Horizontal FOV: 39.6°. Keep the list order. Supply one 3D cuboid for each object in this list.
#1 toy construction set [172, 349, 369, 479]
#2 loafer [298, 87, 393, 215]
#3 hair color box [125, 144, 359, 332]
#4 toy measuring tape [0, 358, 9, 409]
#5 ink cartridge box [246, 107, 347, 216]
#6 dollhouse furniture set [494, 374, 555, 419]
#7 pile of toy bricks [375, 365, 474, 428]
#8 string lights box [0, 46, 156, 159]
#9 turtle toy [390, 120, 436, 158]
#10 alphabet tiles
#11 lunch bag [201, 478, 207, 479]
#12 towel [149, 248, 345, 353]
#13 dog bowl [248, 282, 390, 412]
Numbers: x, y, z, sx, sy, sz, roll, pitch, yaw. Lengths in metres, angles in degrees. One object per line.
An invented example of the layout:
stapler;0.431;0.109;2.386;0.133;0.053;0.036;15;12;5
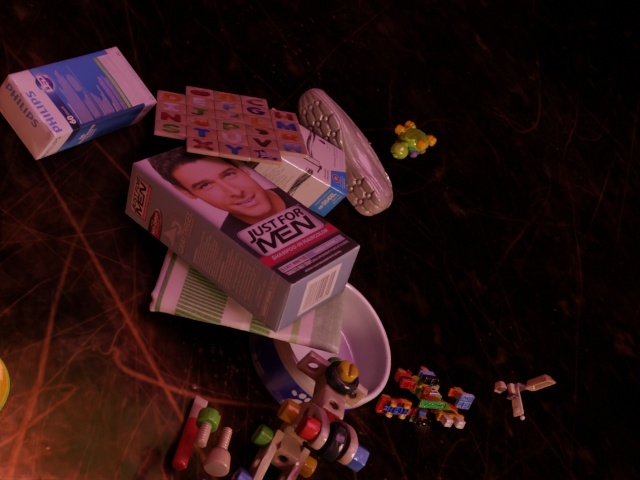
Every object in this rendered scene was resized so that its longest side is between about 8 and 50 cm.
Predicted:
toy construction set;-0.060;0.296;1.447;0.309;0.257;0.237;13;40;-1
loafer;0.059;-0.204;2.021;0.319;0.112;0.111;60;33;-3
hair color box;-0.140;-0.021;1.534;0.374;0.113;0.185;35;39;23
toy measuring tape;-0.452;0.251;1.160;0.121;0.121;0.330;-8;76;-48
ink cartridge box;-0.048;-0.166;1.885;0.203;0.086;0.148;29;39;-28
dollhouse furniture set;0.467;0.351;2.000;0.091;0.114;0.081;21;53;-37
pile of toy bricks;0.203;0.302;1.795;0.212;0.118;0.105;13;20;-28
string lights box;-0.430;-0.249;1.579;0.133;0.077;0.260;54;38;2
turtle toy;0.224;-0.245;2.242;0.095;0.066;0.130;38;38;19
alphabet tiles;-0.174;-0.227;1.710;0.285;0.011;0.342;8;26;-13
lunch bag;-0.218;0.416;1.247;0.096;0.129;0.151;43;38;-15
towel;-0.117;0.073;1.563;0.325;0.038;0.247;14;40;-5
dog bowl;0.001;0.196;1.653;0.265;0.104;0.264;26;46;-29
